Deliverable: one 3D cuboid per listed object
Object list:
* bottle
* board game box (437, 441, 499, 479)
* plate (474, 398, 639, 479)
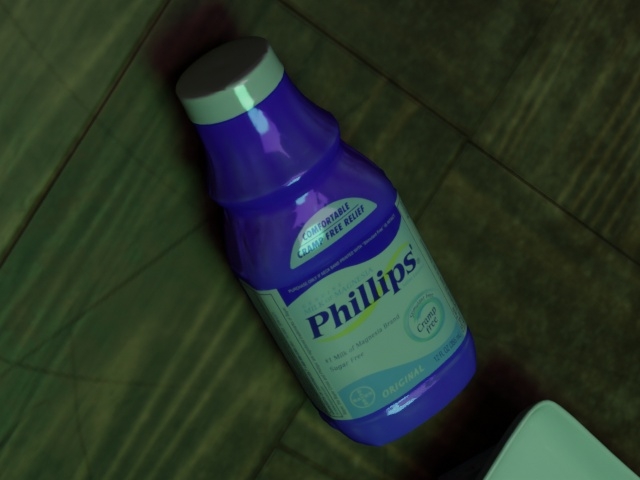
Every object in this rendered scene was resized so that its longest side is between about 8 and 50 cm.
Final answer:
[{"bbox_3d":[0.000,0.000,1.288,0.118,0.092,0.283,-36,120,-13],"label":"bottle"},{"bbox_3d":[0.137,0.193,1.469,0.090,0.020,0.090,-27,117,-21],"label":"board game box"},{"bbox_3d":[0.149,0.281,1.462,0.278,0.045,0.277,40,83,-38],"label":"plate"}]
